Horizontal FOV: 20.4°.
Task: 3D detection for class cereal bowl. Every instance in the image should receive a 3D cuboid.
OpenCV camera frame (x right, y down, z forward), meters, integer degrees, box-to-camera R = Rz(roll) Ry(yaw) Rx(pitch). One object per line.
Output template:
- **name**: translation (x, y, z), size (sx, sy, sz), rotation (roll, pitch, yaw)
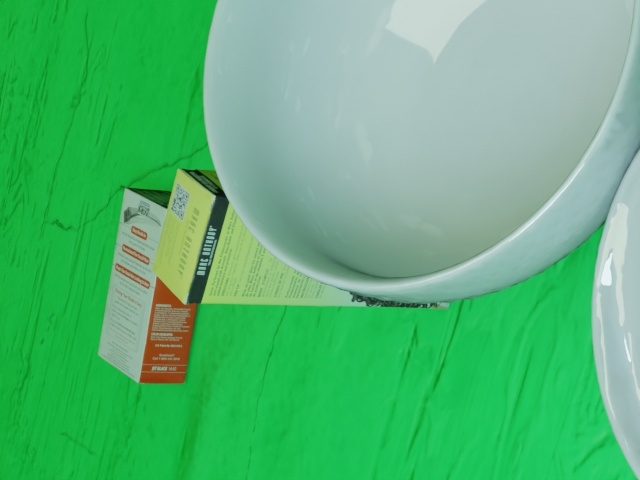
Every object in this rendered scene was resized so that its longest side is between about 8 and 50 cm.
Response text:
- **cereal bowl**: translation (0.092, -0.115, 1.153), size (0.339, 0.141, 0.339), rotation (-13, 68, 36)

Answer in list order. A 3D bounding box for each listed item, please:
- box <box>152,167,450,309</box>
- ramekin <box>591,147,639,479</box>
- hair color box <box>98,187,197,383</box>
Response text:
- **box**: translation (0.000, 0.000, 1.287), size (0.058, 0.232, 0.087), rotation (42, 123, 50)
- **ramekin**: translation (0.282, 0.040, 0.964), size (0.273, 0.127, 0.273), rotation (-7, 81, 55)
- **hair color box**: translation (-0.156, 0.042, 1.674), size (0.093, 0.053, 0.167), rotation (25, 109, 55)
